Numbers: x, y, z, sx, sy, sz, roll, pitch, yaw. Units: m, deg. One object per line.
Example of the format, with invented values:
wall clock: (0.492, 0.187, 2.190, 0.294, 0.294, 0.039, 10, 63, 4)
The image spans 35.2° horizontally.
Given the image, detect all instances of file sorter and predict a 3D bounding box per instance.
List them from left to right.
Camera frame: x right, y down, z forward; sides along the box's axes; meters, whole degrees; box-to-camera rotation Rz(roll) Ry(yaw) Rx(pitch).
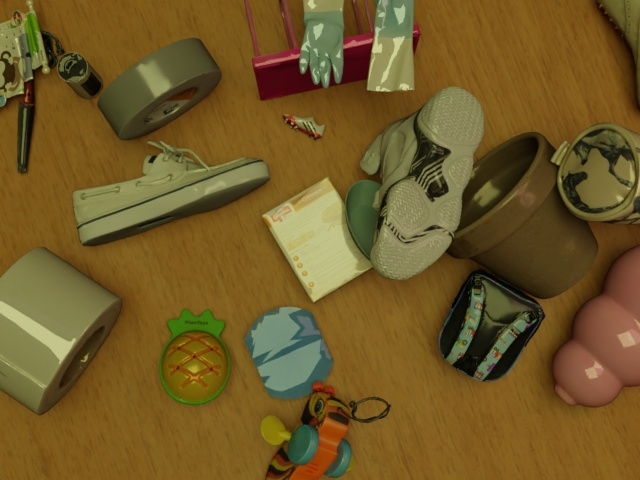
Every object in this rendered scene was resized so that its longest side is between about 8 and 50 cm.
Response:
file sorter: (0.010, -0.393, 1.817, 0.290, 0.202, 0.182, -12, 82, -2)

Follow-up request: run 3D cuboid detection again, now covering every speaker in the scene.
speaker: (-0.436, -0.299, 1.833, 0.055, 0.136, 0.055, 0, 85, -1)

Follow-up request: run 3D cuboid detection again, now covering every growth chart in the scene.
growth chart: (-0.611, -0.325, 1.873, 0.237, 0.021, 0.172, -22, 81, 9)

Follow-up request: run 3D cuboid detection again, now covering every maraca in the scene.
maraca: (-0.226, 0.208, 1.817, 0.127, 0.099, 0.186, 3, 60, -8)

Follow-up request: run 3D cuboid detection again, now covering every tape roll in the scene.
tape roll: (-0.480, 0.156, 1.743, 0.169, 0.246, 0.246, 33, 86, 1)
tape roll: (-0.284, -0.267, 1.791, 0.219, 0.219, 0.072, -33, 88, -3)

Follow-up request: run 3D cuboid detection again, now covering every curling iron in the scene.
curling iron: (-0.534, -0.261, 1.880, 0.068, 0.035, 0.274, 11, 85, 1)

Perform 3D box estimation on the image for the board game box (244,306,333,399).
board game box: (-0.058, 0.204, 1.849, 0.133, 0.033, 0.169, -25, 92, -7)

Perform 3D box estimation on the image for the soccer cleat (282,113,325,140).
soccer cleat: (-0.031, -0.220, 1.887, 0.083, 0.029, 0.036, 28, 77, -1)

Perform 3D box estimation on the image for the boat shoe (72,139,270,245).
boat shoe: (-0.281, -0.116, 1.833, 0.367, 0.136, 0.156, -19, 83, 8)

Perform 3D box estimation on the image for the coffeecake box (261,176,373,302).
coffeecake box: (0.000, 0.000, 1.847, 0.142, 0.068, 0.185, -30, 86, -3)

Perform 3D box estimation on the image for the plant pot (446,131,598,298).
plant pot: (0.362, -0.021, 1.781, 0.263, 0.263, 0.229, -46, 103, -4)

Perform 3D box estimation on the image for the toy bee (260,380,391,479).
toy bee: (0.005, 0.342, 1.791, 0.298, 0.162, 0.195, -32, 124, 11)

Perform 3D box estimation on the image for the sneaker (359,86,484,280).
sneaker: (0.152, -0.085, 1.764, 0.137, 0.210, 0.366, 30, 70, -19)

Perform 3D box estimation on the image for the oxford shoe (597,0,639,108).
oxford shoe: (0.595, -0.423, 1.879, 0.146, 0.140, 0.397, -1, 90, 30)

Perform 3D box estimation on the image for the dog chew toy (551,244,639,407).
dog chew toy: (0.543, 0.161, 1.780, 0.206, 0.206, 0.332, 44, 94, 3)

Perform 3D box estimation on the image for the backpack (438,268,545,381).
backpack: (0.299, 0.158, 1.813, 0.158, 0.117, 0.173, 28, 99, 3)

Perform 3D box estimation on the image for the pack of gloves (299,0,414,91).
pack of gloves: (0.062, -0.367, 1.688, 0.195, 0.046, 0.232, 1, 81, 0)

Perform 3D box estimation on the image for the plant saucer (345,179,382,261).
plant saucer: (0.106, -0.017, 1.821, 0.037, 0.195, 0.195, -33, 85, 38)

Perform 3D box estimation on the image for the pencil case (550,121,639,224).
pencil case: (0.583, -0.101, 1.719, 0.410, 0.183, 0.160, 4, 108, -37)
